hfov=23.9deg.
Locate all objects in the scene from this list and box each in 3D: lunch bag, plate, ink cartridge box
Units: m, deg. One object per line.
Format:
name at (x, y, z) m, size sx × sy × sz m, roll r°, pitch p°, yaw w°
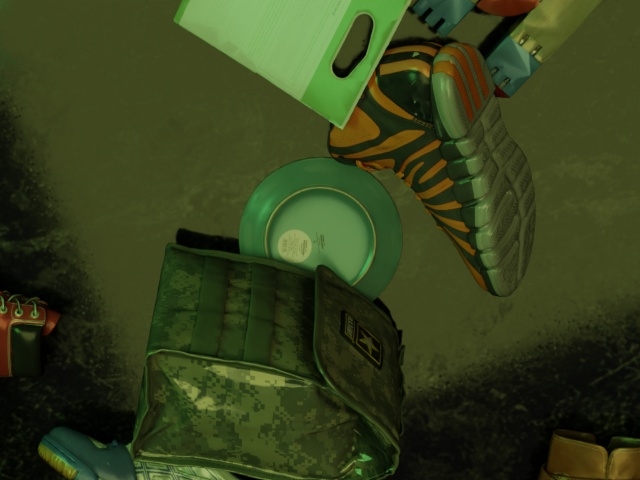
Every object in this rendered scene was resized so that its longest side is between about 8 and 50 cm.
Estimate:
lunch bag at (-0.044, 0.135, 1.617) m, size 0.287 × 0.235 × 0.169 m, roll 10°, pitch 119°, yaw -4°
plate at (0.000, 0.000, 1.713) m, size 0.188 × 0.024 × 0.188 m, roll 0°, pitch 100°, yaw 0°
ink cartridge box at (-0.024, -0.250, 1.607) m, size 0.235 × 0.056 × 0.171 m, roll 33°, pitch 111°, yaw 14°

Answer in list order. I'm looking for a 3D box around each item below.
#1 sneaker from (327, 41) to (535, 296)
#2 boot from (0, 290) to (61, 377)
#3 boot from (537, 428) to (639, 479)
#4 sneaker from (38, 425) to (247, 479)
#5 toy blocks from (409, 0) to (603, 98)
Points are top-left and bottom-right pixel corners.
sneaker at (0.121, -0.079, 1.659) m, size 0.180 × 0.124 × 0.321 m, roll 2°, pitch 126°, yaw 33°
boot at (-0.387, 0.045, 1.698) m, size 0.176 × 0.088 × 0.244 m, roll -8°, pitch 107°, yaw 2°
boot at (0.374, 0.336, 1.729) m, size 0.283 × 0.109 × 0.220 m, roll 9°, pitch 95°, yaw 7°
sneaker at (-0.172, 0.265, 1.730) m, size 0.296 × 0.112 × 0.131 m, roll 26°, pitch 81°, yaw -4°
toy blocks at (0.171, -0.334, 1.597) m, size 0.381 × 0.191 × 0.261 m, roll 42°, pitch 109°, yaw -6°
